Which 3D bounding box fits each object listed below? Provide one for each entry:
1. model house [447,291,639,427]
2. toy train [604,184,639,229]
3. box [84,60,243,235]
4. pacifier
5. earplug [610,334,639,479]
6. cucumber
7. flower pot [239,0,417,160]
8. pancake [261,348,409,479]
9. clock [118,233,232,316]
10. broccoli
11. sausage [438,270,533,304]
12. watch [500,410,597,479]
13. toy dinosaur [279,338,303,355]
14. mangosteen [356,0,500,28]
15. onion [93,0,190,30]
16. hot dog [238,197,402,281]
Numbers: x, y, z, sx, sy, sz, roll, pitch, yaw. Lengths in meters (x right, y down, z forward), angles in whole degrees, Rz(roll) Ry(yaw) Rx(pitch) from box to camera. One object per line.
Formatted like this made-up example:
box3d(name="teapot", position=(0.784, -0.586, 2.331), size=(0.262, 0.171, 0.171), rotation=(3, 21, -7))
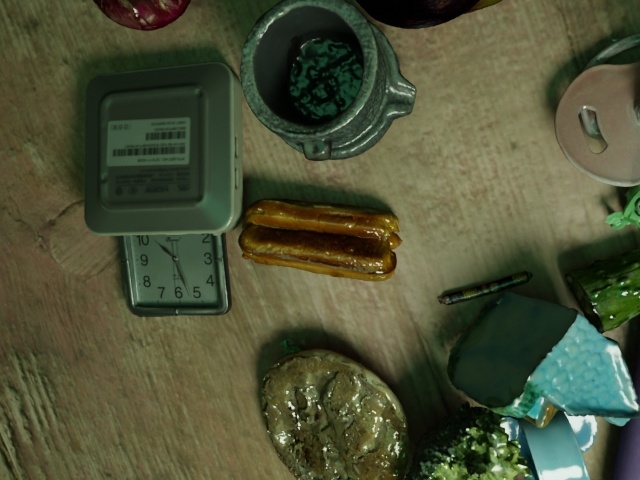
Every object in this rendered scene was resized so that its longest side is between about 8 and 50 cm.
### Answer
box3d(name="model house", position=(0.416, 0.258, 0.954), size=(0.241, 0.261, 0.226), rotation=(37, 87, -10))
box3d(name="toy train", position=(0.606, -0.081, 0.936), size=(0.081, 0.099, 0.149), rotation=(32, 102, 43))
box3d(name="box", position=(-0.353, -0.193, 1.128), size=(0.366, 0.090, 0.374), rotation=(-2, 87, 15))
box3d(name="pacifier", position=(0.576, -0.229, 0.855), size=(0.331, 0.273, 0.221), rotation=(-15, 111, 17))
box3d(name="earplug", position=(0.668, 0.374, 0.939), size=(0.214, 0.215, 0.457), rotation=(9, 104, 13))
box3d(name="cucumber", position=(0.599, 0.070, 0.948), size=(0.244, 0.134, 0.134), rotation=(-30, 91, 12))
box3d(name="flower pot", position=(0.027, -0.286, 0.949), size=(0.298, 0.283, 0.300), rotation=(1, 96, 12))
box3d(name="pancake", position=(0.028, 0.418, 1.134), size=(0.386, 0.082, 0.388), rotation=(9, 108, 30))
box3d(name="clock", position=(-0.347, 0.046, 1.213), size=(0.273, 0.049, 0.279), rotation=(-2, 98, 14))
box3d(name="broccoli", position=(0.328, 0.531, 0.971), size=(0.274, 0.353, 0.397), rotation=(-42, 85, -3))
box3d(name="sausage", position=(0.344, 0.102, 1.061), size=(0.198, 0.025, 0.029), rotation=(-18, 97, 15))
box3d(name="watch", position=(0.457, 0.425, 0.995), size=(0.210, 0.193, 0.211), rotation=(1, 95, 11))
box3d(name="toy dinosaur", position=(-0.058, 0.256, 1.191), size=(0.083, 0.021, 0.062), rotation=(-25, 80, 18))
box3d(name="mangosteen", position=(0.212, -0.547, 0.817), size=(0.434, 0.382, 0.383), rotation=(1, 99, 5))
box3d(name="onion", position=(-0.368, -0.554, 1.050), size=(0.246, 0.190, 0.247), rotation=(-3, 79, 16))
box3d(name="hot dog", position=(0.000, 0.000, 1.084), size=(0.348, 0.117, 0.159), rotation=(6, 73, 6))
